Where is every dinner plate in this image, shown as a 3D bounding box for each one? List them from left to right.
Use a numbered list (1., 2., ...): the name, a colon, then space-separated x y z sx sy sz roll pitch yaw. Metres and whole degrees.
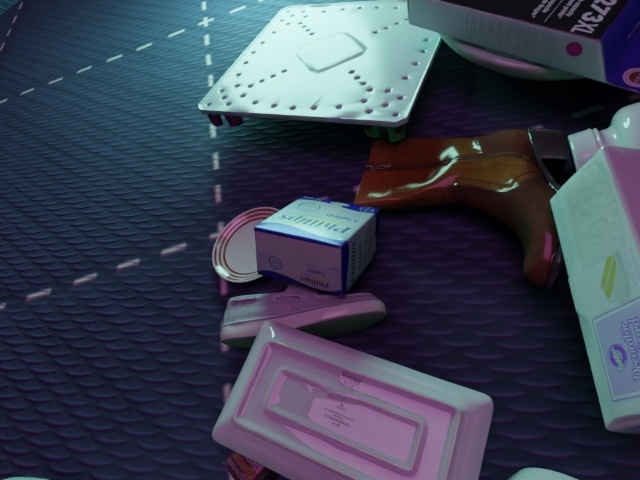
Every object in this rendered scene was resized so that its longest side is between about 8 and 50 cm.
1. dinner plate: -0.107 0.007 0.648 0.141 0.017 0.141 -11 54 15

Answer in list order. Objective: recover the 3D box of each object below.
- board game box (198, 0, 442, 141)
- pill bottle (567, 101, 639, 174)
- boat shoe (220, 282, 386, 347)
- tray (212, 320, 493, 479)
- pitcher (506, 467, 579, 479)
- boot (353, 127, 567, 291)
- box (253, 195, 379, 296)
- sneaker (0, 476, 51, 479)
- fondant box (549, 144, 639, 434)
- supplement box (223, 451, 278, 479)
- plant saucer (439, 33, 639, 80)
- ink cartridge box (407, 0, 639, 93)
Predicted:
1. board game box: 0.023 -0.340 0.778 0.390 0.050 0.390 11 56 23
2. pill bottle: 0.428 -0.115 0.480 0.221 0.124 0.124 -12 55 30
3. boat shoe: -0.029 0.087 0.542 0.227 0.079 0.081 -12 61 14
4. tray: 0.023 0.181 0.415 0.270 0.030 0.145 13 64 23
5. pitcher: 0.161 0.305 0.331 0.125 0.178 0.207 43 56 -11
6. boot: 0.180 -0.059 0.558 0.280 0.096 0.264 3 61 20
7. box: 0.000 0.000 0.554 0.126 0.072 0.137 12 29 23
8. sneaker: -0.263 0.412 0.402 0.323 0.130 0.236 11 73 18
9. fondant box: 0.409 0.052 0.361 0.330 0.096 0.238 6 60 -1
10. supplement box: -0.060 0.243 0.472 0.083 0.055 0.043 -45 56 -13
11. plant saucer: 0.391 -0.388 0.685 0.400 0.100 0.400 -6 61 11
12. ink cartridge box: 0.328 -0.340 0.584 0.371 0.069 0.176 35 75 25
